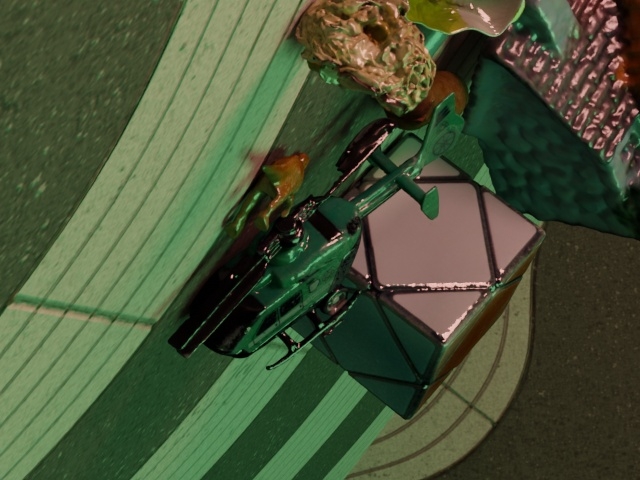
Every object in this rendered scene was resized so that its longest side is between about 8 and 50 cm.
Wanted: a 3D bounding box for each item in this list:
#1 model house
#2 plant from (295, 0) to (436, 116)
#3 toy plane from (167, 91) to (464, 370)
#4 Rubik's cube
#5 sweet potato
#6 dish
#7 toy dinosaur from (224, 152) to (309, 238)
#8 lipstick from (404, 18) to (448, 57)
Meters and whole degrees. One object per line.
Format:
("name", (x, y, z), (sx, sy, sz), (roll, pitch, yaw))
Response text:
("model house", (0.337, -0.241, 2.016), (0.360, 0.297, 0.339), (-56, 139, -22))
("plant", (0.027, -0.144, 1.466), (0.104, 0.116, 0.122), (-29, 178, -32))
("toy plane", (0.000, 0.000, 1.756), (0.382, 0.106, 0.155), (-37, 154, -15))
("Rubik's cube", (0.101, 0.041, 2.065), (0.207, 0.205, 0.205), (-45, 166, -27))
("sweet potato", (0.115, -0.149, 1.900), (0.067, 0.059, 0.281), (-46, 170, 16))
("dish", (0.126, -0.233, 1.644), (0.137, 0.039, 0.091), (17, 108, -37))
("toy dinosaur", (-0.032, -0.064, 1.631), (0.126, 0.039, 0.162), (-54, 174, -31))
("lipstick", (0.124, -0.235, 1.697), (0.158, 0.048, 0.048), (-53, 169, 4))
